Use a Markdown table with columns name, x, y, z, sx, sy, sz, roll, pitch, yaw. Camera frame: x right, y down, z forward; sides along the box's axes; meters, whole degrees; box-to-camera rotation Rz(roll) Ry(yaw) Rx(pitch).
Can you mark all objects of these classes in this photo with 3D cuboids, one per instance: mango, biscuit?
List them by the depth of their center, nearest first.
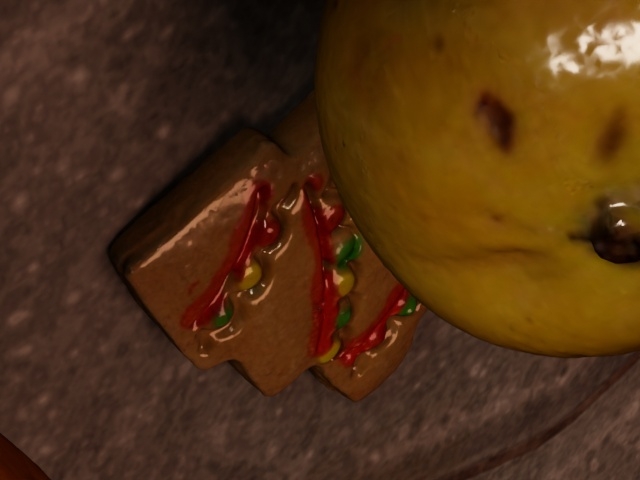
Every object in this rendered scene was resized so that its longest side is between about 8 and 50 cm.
| name | x | y | z | sx | sy | sz | roll | pitch | yaw |
| --- | --- | --- | --- | --- | --- | --- | --- | --- | --- |
| mango | 0.168 | -0.156 | 0.831 | 0.220 | 0.301 | 0.445 | 43 | 65 | -29 |
| biscuit | 0.000 | 0.000 | 0.970 | 0.239 | 0.041 | 0.212 | -10 | 129 | -43 |

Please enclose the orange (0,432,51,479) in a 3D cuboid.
| name | x | y | z | sx | sy | sz | roll | pitch | yaw |
| --- | --- | --- | --- | --- | --- | --- | --- | --- | --- |
| orange | -0.210 | 0.181 | 0.739 | 0.284 | 0.226 | 0.284 | -32 | 138 | -33 |
